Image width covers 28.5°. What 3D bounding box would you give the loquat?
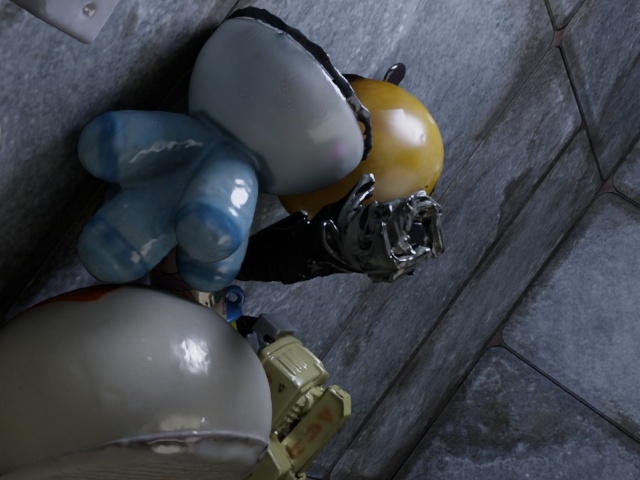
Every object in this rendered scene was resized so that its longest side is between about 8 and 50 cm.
[{"bbox_3d":[0.050,-0.110,1.707,0.235,0.235,0.235,-43,155,-26],"label":"loquat"}]

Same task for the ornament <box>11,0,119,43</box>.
[{"bbox_3d":[-0.230,-0.317,0.840,0.240,0.240,0.239,-56,159,5],"label":"ornament"}]

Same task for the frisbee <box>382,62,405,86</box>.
[{"bbox_3d":[0.066,-0.145,1.872,0.187,0.012,0.211,-34,139,-32],"label":"frisbee"}]

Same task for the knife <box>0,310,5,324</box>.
[{"bbox_3d":[-0.407,0.059,1.302,0.046,0.022,0.256,-38,157,13],"label":"knife"}]

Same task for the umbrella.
[{"bbox_3d":[-0.005,0.001,1.475,0.113,0.106,0.358,-38,-163,-34],"label":"umbrella"}]

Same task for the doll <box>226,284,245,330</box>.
[{"bbox_3d":[-0.204,0.220,1.758,0.199,0.145,0.363,29,94,-25],"label":"doll"}]

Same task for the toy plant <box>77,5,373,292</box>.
[{"bbox_3d":[-0.133,-0.074,1.406,0.332,0.247,0.247,-45,156,-18],"label":"toy plant"}]

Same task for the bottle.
[{"bbox_3d":[-0.163,0.093,1.623,0.097,0.110,0.209,-28,120,-57],"label":"bottle"}]

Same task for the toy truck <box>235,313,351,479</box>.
[{"bbox_3d":[-0.145,0.308,1.892,0.405,0.254,0.181,-54,162,7],"label":"toy truck"}]

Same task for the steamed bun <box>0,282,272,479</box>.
[{"bbox_3d":[-0.243,0.177,1.452,0.374,0.241,0.374,-10,163,-3],"label":"steamed bun"}]
